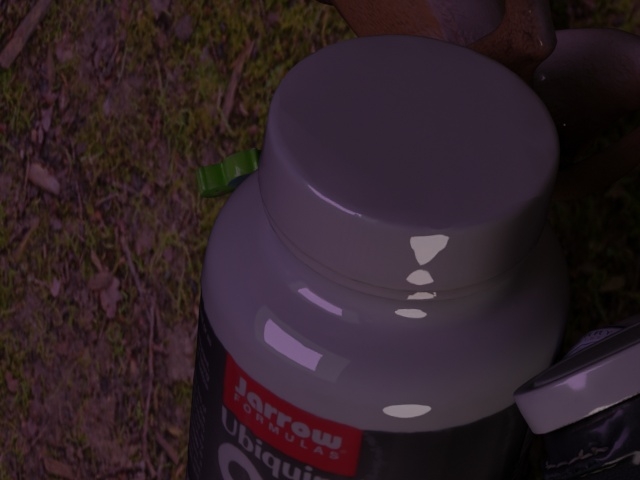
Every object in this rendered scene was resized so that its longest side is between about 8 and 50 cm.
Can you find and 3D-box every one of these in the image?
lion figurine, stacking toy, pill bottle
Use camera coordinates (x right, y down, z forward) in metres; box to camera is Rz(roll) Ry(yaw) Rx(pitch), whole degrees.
[{"bbox_3d":[0.058,-0.138,0.943,0.392,0.142,0.240,65,154,24],"label":"lion figurine"},{"bbox_3d":[0.000,0.000,1.093,0.221,0.052,0.167,-26,70,46],"label":"stacking toy"},{"bbox_3d":[0.026,0.060,0.891,0.176,0.176,0.319,52,150,35],"label":"pill bottle"}]

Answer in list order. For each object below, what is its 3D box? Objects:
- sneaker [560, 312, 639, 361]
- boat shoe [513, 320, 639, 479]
[{"bbox_3d":[0.197,0.150,0.845,0.094,0.091,0.258,-17,97,42],"label":"sneaker"},{"bbox_3d":[0.233,0.040,0.738,0.302,0.114,0.091,-25,91,14],"label":"boat shoe"}]
